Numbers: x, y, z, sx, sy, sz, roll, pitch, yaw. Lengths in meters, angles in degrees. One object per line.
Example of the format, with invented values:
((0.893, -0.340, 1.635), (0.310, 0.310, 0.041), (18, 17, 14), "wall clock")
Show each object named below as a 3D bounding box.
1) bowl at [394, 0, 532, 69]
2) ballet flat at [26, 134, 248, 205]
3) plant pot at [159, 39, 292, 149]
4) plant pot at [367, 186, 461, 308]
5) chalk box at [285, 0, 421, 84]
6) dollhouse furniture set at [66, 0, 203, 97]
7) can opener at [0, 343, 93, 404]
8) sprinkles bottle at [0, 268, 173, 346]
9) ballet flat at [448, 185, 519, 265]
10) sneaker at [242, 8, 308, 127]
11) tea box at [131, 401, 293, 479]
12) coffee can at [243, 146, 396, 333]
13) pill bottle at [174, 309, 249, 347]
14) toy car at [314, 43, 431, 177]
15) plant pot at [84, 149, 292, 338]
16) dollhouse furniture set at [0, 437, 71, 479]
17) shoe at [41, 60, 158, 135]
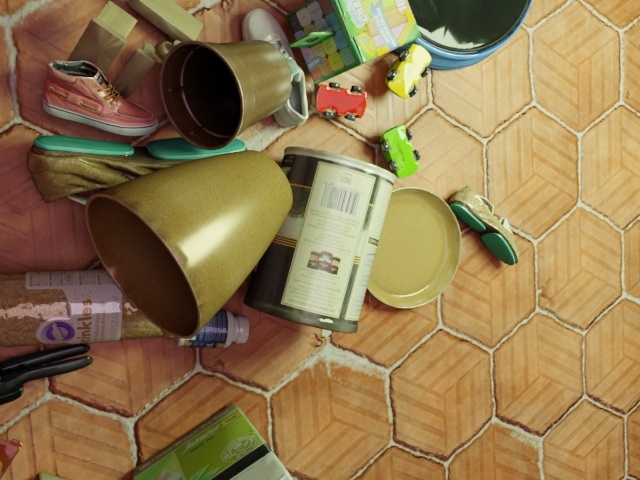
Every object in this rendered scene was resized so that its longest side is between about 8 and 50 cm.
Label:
((0.246, -0.527, 1.288), (0.391, 0.077, 0.391), (-2, 95, -23), "bowl")
((-0.286, -0.103, 1.094), (0.342, 0.116, 0.124), (-4, 116, -23), "ballet flat")
((-0.141, -0.248, 1.090), (0.165, 0.167, 0.167), (-36, 110, -50), "plant pot")
((0.168, 0.014, 1.327), (0.236, 0.032, 0.236), (-2, 95, -23), "plant pot")
((0.042, -0.358, 1.158), (0.213, 0.132, 0.132), (-34, 107, -34), "chalk box")
((-0.301, -0.317, 1.105), (0.144, 0.123, 0.151), (34, 47, -22), "dollhouse furniture set")
((-0.459, 0.203, 1.077), (0.186, 0.073, 0.059), (-20, 63, -23), "can opener")
((-0.403, 0.103, 1.048), (0.355, 0.121, 0.121), (-1, 95, -23), "sprinkles bottle")
((0.346, -0.034, 1.379), (0.206, 0.073, 0.067), (43, 67, -23), "ballet flat")
((-0.065, -0.301, 1.168), (0.080, 0.094, 0.212), (-26, 104, -17), "sneaker")
((-0.114, 0.492, 1.092), (0.220, 0.323, 0.329), (-32, 107, -16), "tea box")
((0.000, 0.000, 1.164), (0.201, 0.201, 0.275), (16, 88, -23), "coffee can")
((-0.188, 0.152, 1.171), (0.120, 0.067, 0.067), (5, 93, -23), "pill bottle")
((0.120, -0.224, 1.271), (0.239, 0.053, 0.225), (-26, 109, -10), "toy car")
((-0.169, -0.025, 1.004), (0.254, 0.237, 0.237), (-39, 109, -35), "plant pot")
((-0.425, 0.426, 1.023), (0.374, 0.201, 0.152), (29, 83, -21), "dollhouse furniture set")
((-0.338, -0.222, 1.057), (0.178, 0.063, 0.081), (11, 131, -17), "shoe")
